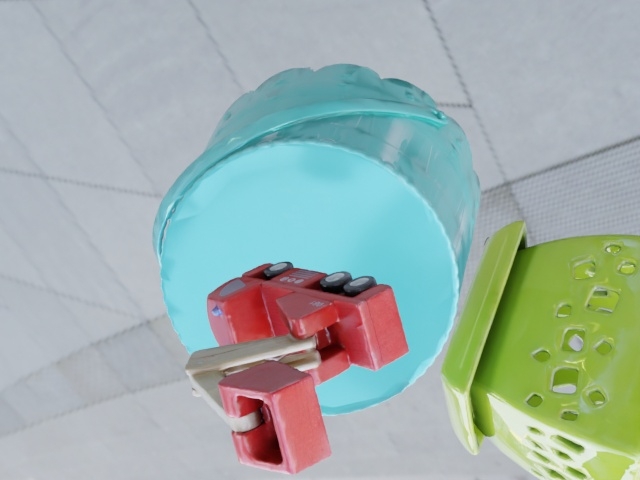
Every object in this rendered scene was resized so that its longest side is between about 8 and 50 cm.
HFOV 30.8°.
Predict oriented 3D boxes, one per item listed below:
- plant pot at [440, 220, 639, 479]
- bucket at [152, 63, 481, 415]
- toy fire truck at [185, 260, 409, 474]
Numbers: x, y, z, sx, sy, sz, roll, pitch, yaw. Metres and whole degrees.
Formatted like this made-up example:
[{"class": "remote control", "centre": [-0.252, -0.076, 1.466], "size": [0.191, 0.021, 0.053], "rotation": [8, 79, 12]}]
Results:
[{"class": "plant pot", "centre": [0.245, 0.120, 1.168], "size": [0.207, 0.228, 0.227], "rotation": [15, 157, 19]}, {"class": "bucket", "centre": [0.000, 0.000, 0.986], "size": [0.281, 0.183, 0.281], "rotation": [3, 112, 7]}, {"class": "toy fire truck", "centre": [-0.027, 0.064, 0.664], "size": [0.192, 0.135, 0.047], "rotation": [9, 118, 54]}]
